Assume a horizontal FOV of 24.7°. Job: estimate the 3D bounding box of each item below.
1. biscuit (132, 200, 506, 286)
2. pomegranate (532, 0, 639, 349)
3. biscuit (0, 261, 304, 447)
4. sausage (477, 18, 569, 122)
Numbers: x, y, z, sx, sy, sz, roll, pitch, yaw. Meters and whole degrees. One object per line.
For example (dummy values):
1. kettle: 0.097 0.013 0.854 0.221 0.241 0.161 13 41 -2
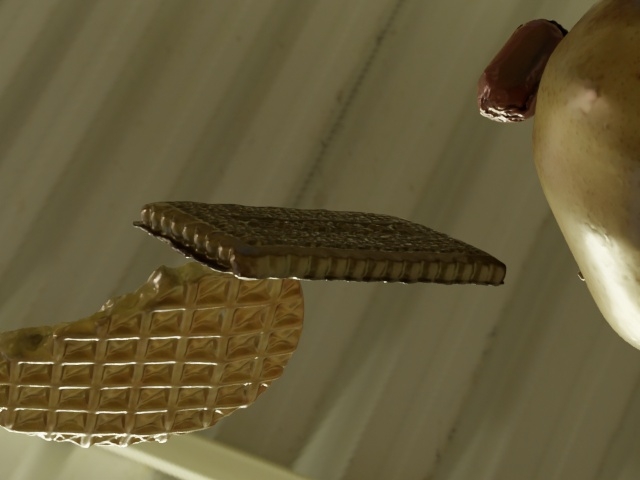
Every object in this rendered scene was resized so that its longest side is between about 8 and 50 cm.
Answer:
1. biscuit: 0.000 0.000 1.122 0.172 0.254 0.029 25 -71 54
2. pomegranate: 0.394 -0.069 1.329 0.417 0.416 0.416 -9 -122 15
3. biscuit: -0.147 0.108 1.250 0.309 0.204 0.040 -20 -132 9
4. sausage: 0.224 -0.186 1.601 0.076 0.076 0.141 21 -117 29
